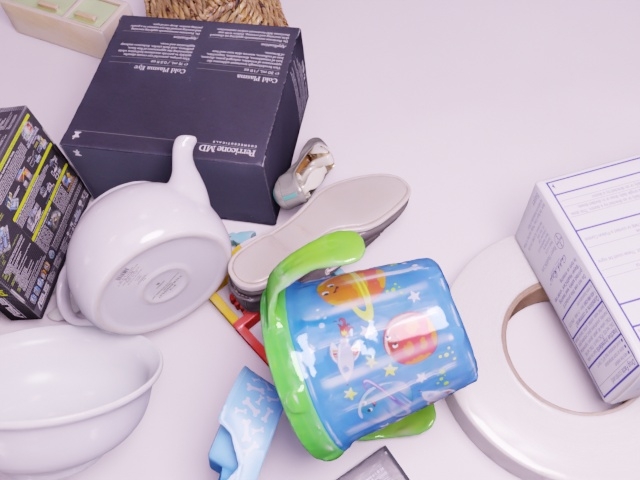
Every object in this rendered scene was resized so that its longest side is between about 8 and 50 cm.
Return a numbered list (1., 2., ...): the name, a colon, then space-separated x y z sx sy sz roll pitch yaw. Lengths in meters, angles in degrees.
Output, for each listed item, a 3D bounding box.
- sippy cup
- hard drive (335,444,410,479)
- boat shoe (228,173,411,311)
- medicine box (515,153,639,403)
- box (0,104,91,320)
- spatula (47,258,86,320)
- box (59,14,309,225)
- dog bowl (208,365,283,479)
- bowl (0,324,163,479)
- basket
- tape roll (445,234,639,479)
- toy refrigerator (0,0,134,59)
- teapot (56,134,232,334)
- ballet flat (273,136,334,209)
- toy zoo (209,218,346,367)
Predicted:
1. sippy cup: 0.070 0.132 0.804 0.224 0.305 0.240 -20 71 8
2. hard drive: 0.090 0.360 0.848 0.094 0.022 0.135 -31 62 -14
3. boat shoe: 0.000 0.000 1.005 0.335 0.095 0.112 -31 59 -21
4. medicine box: 0.459 0.035 0.861 0.264 0.149 0.289 -15 60 -6
5. box: -0.476 -0.042 0.996 0.060 0.216 0.270 -4 53 14
6. spatula: -0.352 0.060 1.059 0.242 0.019 0.168 -36 63 -16
7. box: -0.220 -0.218 1.122 0.343 0.179 0.312 7 59 8
8. dog bowl: -0.122 0.314 0.817 0.074 0.166 0.297 21 62 2
9. bowl: -0.366 0.229 0.858 0.298 0.298 0.134 4 104 6
10. basket: -0.220 -0.480 1.329 0.213 0.223 0.299 -33 57 23
11. tape roll: 0.364 0.162 0.921 0.392 0.072 0.392 -2 60 3
12. toy refrigerator: -0.536 -0.480 1.348 0.270 0.094 0.102 21 63 15
13. teapot: -0.272 0.007 0.940 0.256 0.252 0.187 -24 57 -27
14. ballet flat: -0.010 -0.121 1.080 0.068 0.072 0.213 -16 25 33
15. toy zoo: -0.057 0.088 1.015 0.192 0.030 0.293 -39 64 -18
